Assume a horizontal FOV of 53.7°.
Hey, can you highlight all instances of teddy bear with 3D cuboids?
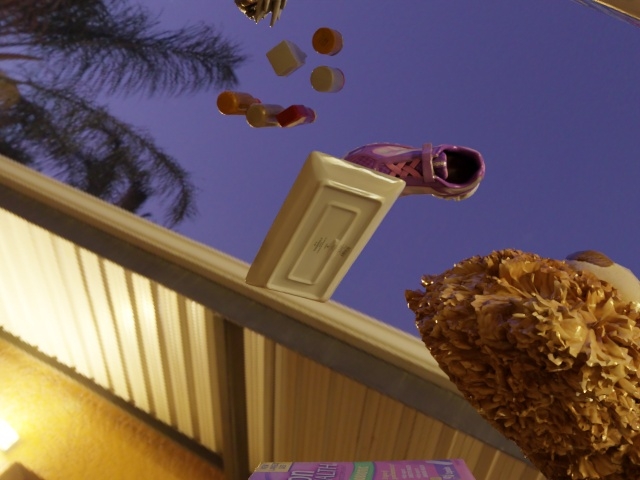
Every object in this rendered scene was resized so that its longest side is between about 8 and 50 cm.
[{"bbox_3d":[0.197,0.129,0.377,0.113,0.245,0.338,-40,-96,8],"label":"teddy bear"}]

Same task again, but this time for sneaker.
[{"bbox_3d":[0.141,-0.106,0.941,0.236,0.104,0.095,-2,-90,-8],"label":"sneaker"}]

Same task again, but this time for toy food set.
[{"bbox_3d":[-0.043,-0.247,1.025,0.232,0.104,0.111,-30,-93,25],"label":"toy food set"}]

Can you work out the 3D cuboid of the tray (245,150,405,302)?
[{"bbox_3d":[0.000,0.000,0.914,0.145,0.030,0.270,15,-49,-19],"label":"tray"}]

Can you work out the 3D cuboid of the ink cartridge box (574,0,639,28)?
[{"bbox_3d":[0.354,-0.406,0.715,0.270,0.151,0.395,-62,-145,24],"label":"ink cartridge box"}]

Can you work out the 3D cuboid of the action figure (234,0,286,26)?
[{"bbox_3d":[-0.102,-0.371,0.750,0.285,0.099,0.185,34,-58,27],"label":"action figure"}]

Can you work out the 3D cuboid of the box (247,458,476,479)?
[{"bbox_3d":[0.040,0.299,0.626,0.242,0.213,0.118,-3,-97,5],"label":"box"}]
